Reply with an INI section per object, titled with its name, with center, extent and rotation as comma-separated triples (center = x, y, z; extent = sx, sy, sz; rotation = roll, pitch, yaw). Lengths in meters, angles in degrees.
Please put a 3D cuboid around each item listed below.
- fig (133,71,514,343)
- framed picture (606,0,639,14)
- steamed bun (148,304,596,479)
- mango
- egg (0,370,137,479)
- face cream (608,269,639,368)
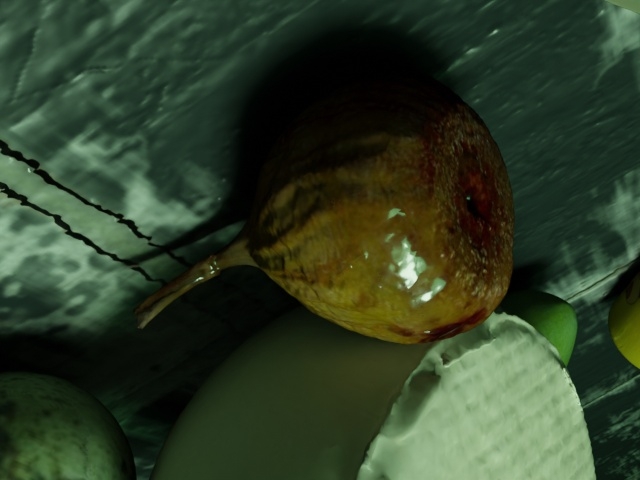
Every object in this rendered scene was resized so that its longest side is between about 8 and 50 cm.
[fig]
center = 0.000, 0.000, 0.474
extent = 0.201, 0.133, 0.146
rotation = -22, 128, 31
[framed picture]
center = 0.250, -0.225, 0.385
extent = 0.446, 0.028, 0.326
rotation = 2, 140, -41
[steamed bun]
center = 0.026, 0.210, 0.590
extent = 0.241, 0.374, 0.374
rotation = -2, 170, 39
[mango]
center = 0.142, 0.140, 0.795
extent = 0.157, 0.114, 0.251
rotation = -1, 144, -20
[egg]
center = -0.180, 0.152, 0.527
extent = 0.141, 0.141, 0.181
rotation = -21, 160, -10
[face cream]
center = 0.368, -0.005, 0.757
extent = 0.105, 0.105, 0.348
rotation = -15, 149, -21
